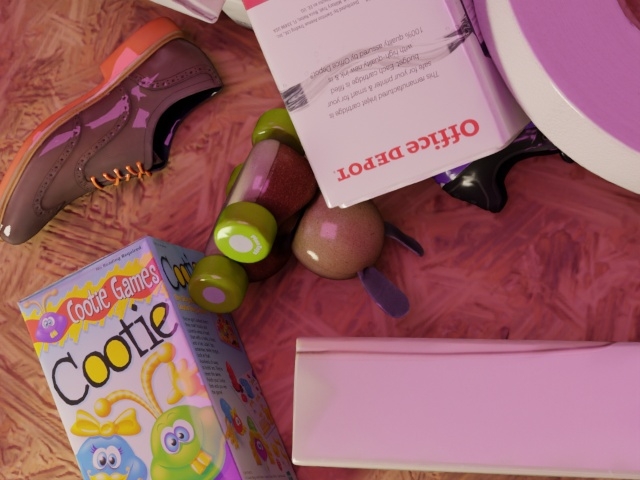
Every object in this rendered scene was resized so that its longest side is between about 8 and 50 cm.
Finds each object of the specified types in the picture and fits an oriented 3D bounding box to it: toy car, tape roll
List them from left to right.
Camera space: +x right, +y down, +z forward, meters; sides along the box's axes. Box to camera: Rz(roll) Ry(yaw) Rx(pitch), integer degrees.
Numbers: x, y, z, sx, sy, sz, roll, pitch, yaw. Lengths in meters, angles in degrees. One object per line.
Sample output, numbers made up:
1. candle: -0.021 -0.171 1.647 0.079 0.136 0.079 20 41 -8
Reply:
1. toy car: 0.000 0.000 1.431 0.188 0.149 0.155 24 46 -6
2. tape roll: 0.314 -0.218 1.310 0.392 0.072 0.392 3 75 -13

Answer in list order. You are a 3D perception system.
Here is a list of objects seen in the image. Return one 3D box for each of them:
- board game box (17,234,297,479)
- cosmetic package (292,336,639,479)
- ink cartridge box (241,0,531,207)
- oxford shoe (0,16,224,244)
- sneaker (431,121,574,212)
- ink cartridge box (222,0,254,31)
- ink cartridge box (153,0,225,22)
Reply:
1. board game box: -0.139 0.156 1.442 0.142 0.144 0.275 -26 76 13
2. cosmetic package: 0.145 0.143 1.355 0.309 0.160 0.113 -1 82 15
3. ink cartridge box: 0.051 -0.168 1.335 0.172 0.100 0.237 -20 97 26
4. oxford shoe: -0.208 -0.085 1.523 0.098 0.097 0.271 44 95 11
5. sneaker: 0.212 -0.144 1.413 0.146 0.102 0.293 44 101 13
6. ink cartridge box: 0.041 -0.316 1.469 0.207 0.117 0.283 18 88 17
7. ink cartridge box: -0.203 -0.394 1.456 0.395 0.166 0.285 27 90 42
